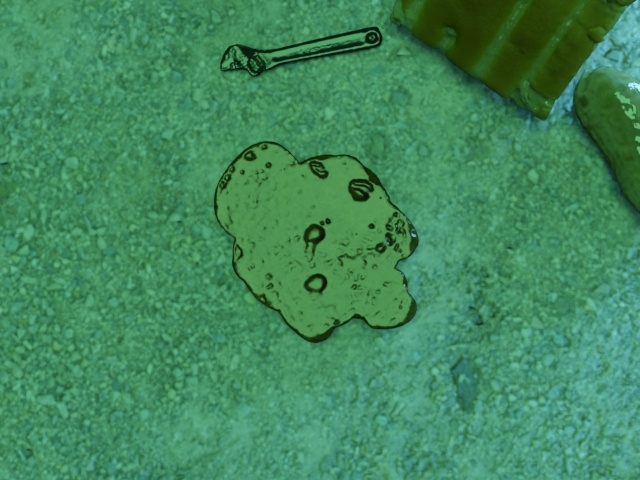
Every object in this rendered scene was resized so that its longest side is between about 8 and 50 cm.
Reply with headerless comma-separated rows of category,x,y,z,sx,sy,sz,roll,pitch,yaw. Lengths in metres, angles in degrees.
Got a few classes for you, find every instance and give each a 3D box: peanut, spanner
peanut,0.377,-0.113,1.012,0.099,0.099,0.214,-23,83,0
spanner,-0.025,-0.240,1.079,0.208,0.012,0.046,-11,84,1

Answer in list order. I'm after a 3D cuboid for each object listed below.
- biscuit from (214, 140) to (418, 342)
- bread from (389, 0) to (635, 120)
biscuit,0.000,0.000,1.043,0.290,0.041,0.208,43,89,4
bread,0.224,-0.285,0.964,0.239,0.246,0.111,41,56,6
